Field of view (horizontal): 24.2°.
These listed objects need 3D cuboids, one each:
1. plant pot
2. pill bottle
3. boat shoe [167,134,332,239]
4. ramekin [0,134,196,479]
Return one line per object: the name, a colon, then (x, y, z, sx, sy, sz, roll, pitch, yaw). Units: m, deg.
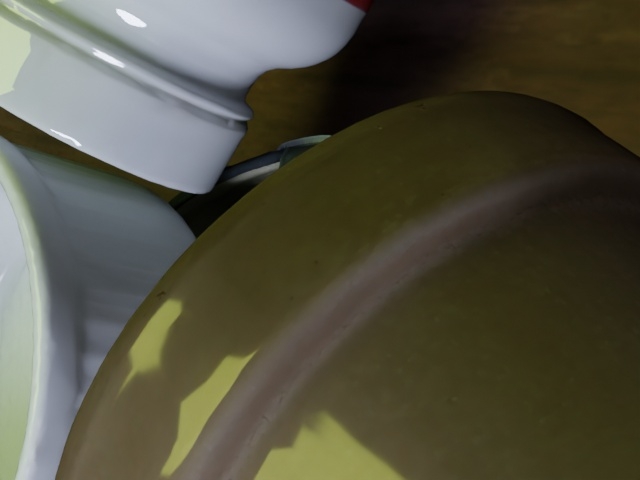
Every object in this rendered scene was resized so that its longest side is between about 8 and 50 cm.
plant pot: (0.084, 0.115, 0.470, 0.229, 0.263, 0.263, 38, 111, 40)
pill bottle: (-0.039, -0.242, 0.792, 0.407, 0.229, 0.229, -61, 30, 8)
boat shoe: (0.000, 0.000, 0.799, 0.302, 0.091, 0.114, -20, 59, 57)
ramekin: (-0.176, 0.078, 0.833, 0.277, 0.135, 0.277, -11, 75, 46)
